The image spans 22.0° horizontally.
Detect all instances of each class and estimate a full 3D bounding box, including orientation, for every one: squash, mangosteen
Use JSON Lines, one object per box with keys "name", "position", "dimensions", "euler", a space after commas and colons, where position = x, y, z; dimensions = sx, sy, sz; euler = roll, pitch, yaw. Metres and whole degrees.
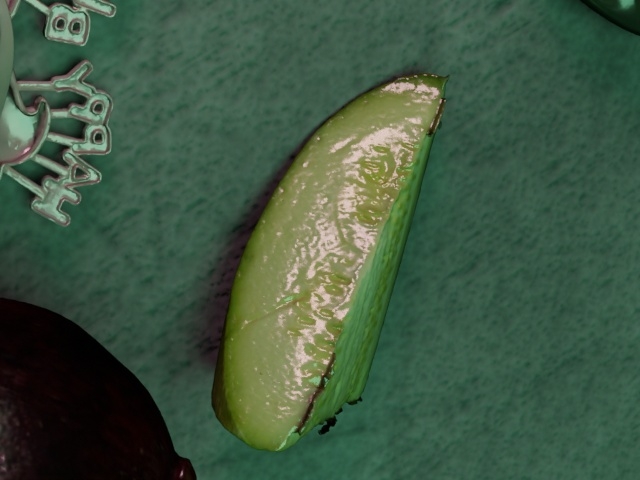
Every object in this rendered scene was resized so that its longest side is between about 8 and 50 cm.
{"name": "squash", "position": [0.000, 0.000, 1.128], "dimensions": [0.169, 0.093, 0.252], "euler": [-27, 134, -69]}
{"name": "mangosteen", "position": [-0.245, 0.186, 0.984], "dimensions": [0.347, 0.307, 0.306], "euler": [-1, 112, 2]}

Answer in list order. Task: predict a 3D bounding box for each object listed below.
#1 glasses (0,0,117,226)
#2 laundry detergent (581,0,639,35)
{"name": "glasses", "position": [-0.179, -0.122, 1.000], "dimensions": [0.162, 0.095, 0.255], "euler": [-5, 114, -34]}
{"name": "laundry detergent", "position": [0.210, -0.239, 1.162], "dimensions": [0.222, 0.078, 0.144], "euler": [26, 100, -33]}
